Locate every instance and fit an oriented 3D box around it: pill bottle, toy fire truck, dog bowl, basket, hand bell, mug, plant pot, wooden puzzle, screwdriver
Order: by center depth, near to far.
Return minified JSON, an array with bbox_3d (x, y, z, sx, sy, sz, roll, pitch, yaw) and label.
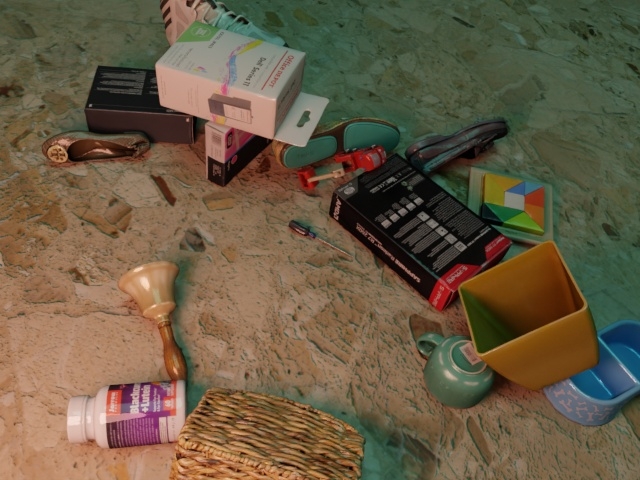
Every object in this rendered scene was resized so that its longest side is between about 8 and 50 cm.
[{"bbox_3d":[-0.094,0.405,1.040,0.299,0.223,0.213,15,17,4],"label":"basket"},{"bbox_3d":[-0.331,0.303,1.075,0.193,0.108,0.108,-2,51,-11],"label":"pill bottle"},{"bbox_3d":[-0.302,0.173,1.208,0.126,0.126,0.242,-16,66,-20],"label":"hand bell"},{"bbox_3d":[0.423,0.166,1.210,0.212,0.187,0.212,-30,28,19],"label":"plant pot"},{"bbox_3d":[0.265,0.249,1.220,0.157,0.097,0.129,15,50,3],"label":"mug"},{"bbox_3d":[0.598,0.262,1.277,0.297,0.074,0.166,-20,56,-22],"label":"dog bowl"},{"bbox_3d":[0.000,0.000,1.442,0.170,0.025,0.024,31,52,5],"label":"screwdriver"},{"bbox_3d":[0.051,-0.179,1.508,0.192,0.047,0.135,-1,28,45],"label":"toy fire truck"},{"bbox_3d":[0.485,-0.094,1.573,0.221,0.044,0.239,13,50,2],"label":"wooden puzzle"}]

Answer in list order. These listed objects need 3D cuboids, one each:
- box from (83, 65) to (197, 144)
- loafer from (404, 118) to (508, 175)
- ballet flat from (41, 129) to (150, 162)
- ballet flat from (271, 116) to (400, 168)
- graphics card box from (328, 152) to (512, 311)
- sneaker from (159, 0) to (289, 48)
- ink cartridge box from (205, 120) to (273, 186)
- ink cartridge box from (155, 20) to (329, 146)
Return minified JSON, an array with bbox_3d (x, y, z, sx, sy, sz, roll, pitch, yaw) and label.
[{"bbox_3d":[-0.453,-0.350,1.601,0.261,0.103,0.184,3,47,-7],"label":"box"},{"bbox_3d":[0.374,-0.241,1.655,0.302,0.109,0.095,-18,75,-15],"label":"loafer"},{"bbox_3d":[-0.539,-0.221,1.499,0.250,0.084,0.058,-6,51,-21],"label":"ballet flat"},{"bbox_3d":[0.037,-0.267,1.609,0.348,0.123,0.123,-14,54,-19],"label":"ballet flat"},{"bbox_3d":[0.227,-0.031,1.449,0.233,0.094,0.371,-34,64,-30],"label":"graphics card box"},{"bbox_3d":[-0.281,-0.563,1.604,0.447,0.257,0.169,18,50,40],"label":"sneaker"},{"bbox_3d":[-0.158,-0.309,1.564,0.069,0.176,0.371,27,52,13],"label":"ink cartridge box"},{"bbox_3d":[-0.165,-0.359,1.409,0.353,0.119,0.207,18,50,6],"label":"ink cartridge box"}]
